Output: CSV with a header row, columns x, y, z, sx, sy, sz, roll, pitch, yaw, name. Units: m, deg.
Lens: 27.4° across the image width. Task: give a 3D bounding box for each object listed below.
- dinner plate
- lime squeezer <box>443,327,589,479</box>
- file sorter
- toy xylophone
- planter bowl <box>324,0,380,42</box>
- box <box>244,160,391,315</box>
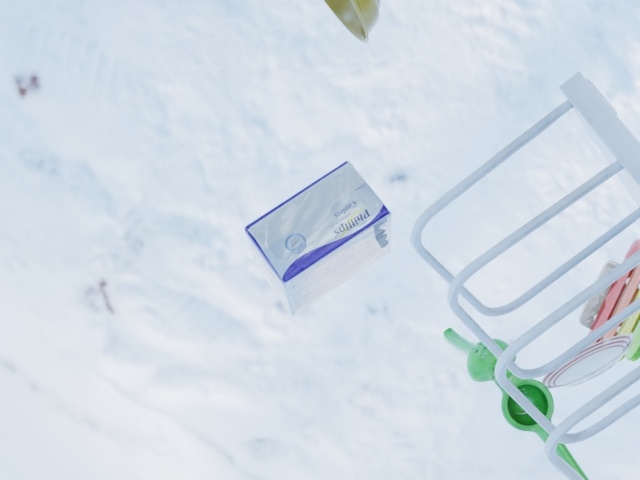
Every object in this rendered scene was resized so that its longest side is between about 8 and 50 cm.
x,y,z,sx,sy,sz,roll,pitch,yaw,name
0.362,0.169,1.775,0.141,0.141,0.017,-28,93,12,dinner plate
0.209,0.176,1.438,0.058,0.310,0.110,-23,136,-19,lime squeezer
0.210,0.067,0.892,0.173,0.278,0.193,-37,142,9,file sorter
0.496,0.086,1.942,0.081,0.322,0.236,25,85,-9,toy xylophone
0.033,-0.366,1.672,0.090,0.217,0.217,-35,129,-3,planter bowl
0.000,0.000,1.311,0.126,0.072,0.137,-34,165,-8,box
